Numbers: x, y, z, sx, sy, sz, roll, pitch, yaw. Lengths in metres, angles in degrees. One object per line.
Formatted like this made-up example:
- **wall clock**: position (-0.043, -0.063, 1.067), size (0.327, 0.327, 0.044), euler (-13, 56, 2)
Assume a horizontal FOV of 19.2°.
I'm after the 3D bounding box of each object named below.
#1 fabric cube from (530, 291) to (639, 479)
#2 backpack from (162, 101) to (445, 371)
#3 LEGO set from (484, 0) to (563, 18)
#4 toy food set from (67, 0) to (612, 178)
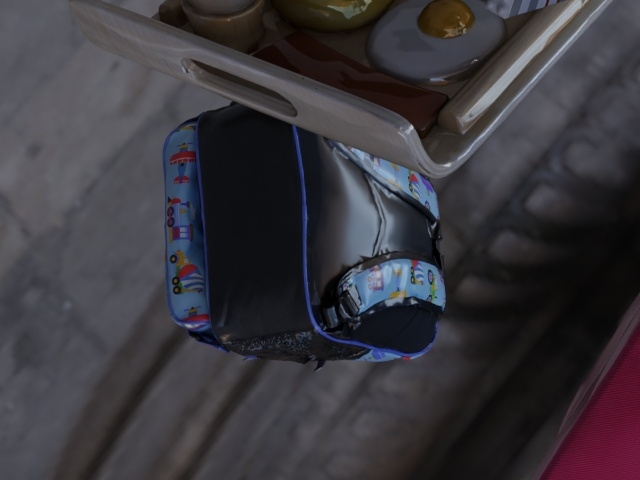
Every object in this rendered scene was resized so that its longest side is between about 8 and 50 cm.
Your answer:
- **fabric cube**: position (0.329, 0.114, 1.336), size (0.258, 0.254, 0.259), euler (-61, 173, 24)
- **backpack**: position (0.000, 0.000, 1.117), size (0.117, 0.158, 0.173), euler (-13, 165, 28)
- **LEGO set**: position (0.161, -0.179, 0.798), size (0.192, 0.331, 0.255), euler (-22, 146, -47)
- **toy food set**: position (0.040, -0.171, 1.042), size (0.306, 0.220, 0.092), euler (-46, 145, -33)
